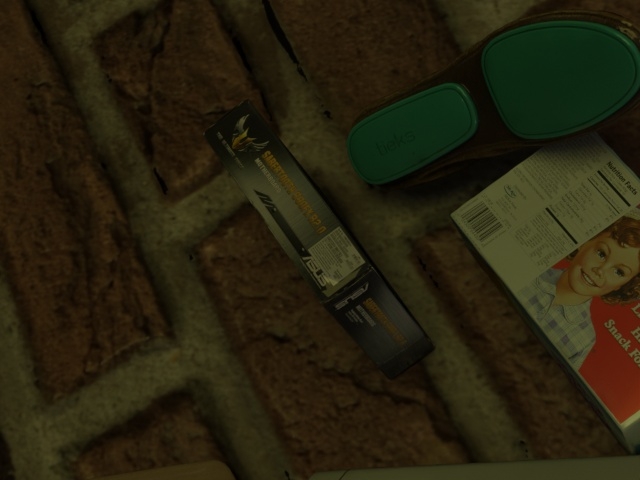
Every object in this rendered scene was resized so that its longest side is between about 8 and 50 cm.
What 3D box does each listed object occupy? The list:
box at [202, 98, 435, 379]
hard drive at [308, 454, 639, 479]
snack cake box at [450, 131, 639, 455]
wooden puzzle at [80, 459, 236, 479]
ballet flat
[{"bbox_3d":[0.000,0.000,1.305,0.056,0.183,0.231,-37,55,3],"label":"box"},{"bbox_3d":[0.124,0.236,1.112,0.353,0.233,0.047,-6,104,23],"label":"hard drive"},{"bbox_3d":[0.251,0.039,1.233,0.152,0.089,0.264,-35,56,0],"label":"snack cake box"},{"bbox_3d":[-0.127,0.280,1.197,0.239,0.221,0.044,44,131,49],"label":"wooden puzzle"},{"bbox_3d":[0.175,-0.131,1.292,0.342,0.124,0.116,-24,90,43],"label":"ballet flat"}]
